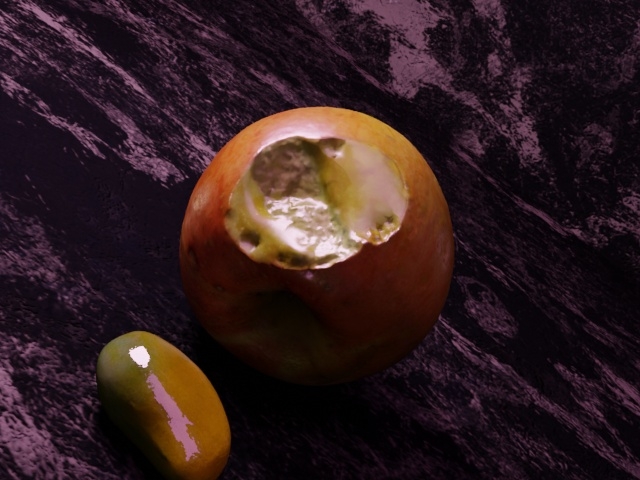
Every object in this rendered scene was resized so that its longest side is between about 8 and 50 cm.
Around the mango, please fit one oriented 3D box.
[{"bbox_3d":[-0.160,0.176,1.166,0.191,0.085,0.122,52,19,19],"label":"mango"}]

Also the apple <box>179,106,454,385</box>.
[{"bbox_3d":[0.000,0.000,1.360,0.339,0.339,0.339,27,24,-13],"label":"apple"}]
